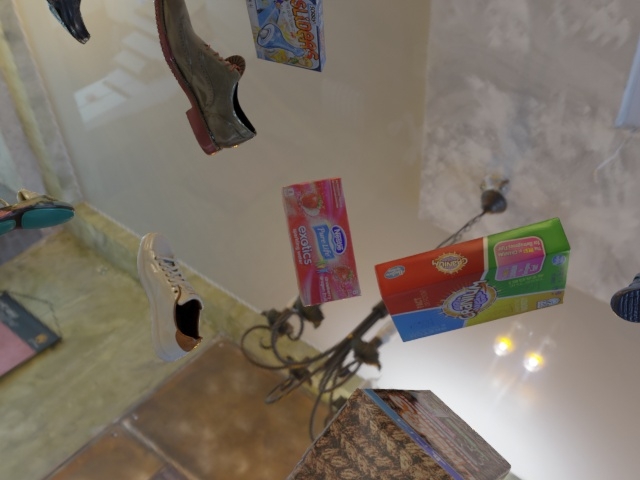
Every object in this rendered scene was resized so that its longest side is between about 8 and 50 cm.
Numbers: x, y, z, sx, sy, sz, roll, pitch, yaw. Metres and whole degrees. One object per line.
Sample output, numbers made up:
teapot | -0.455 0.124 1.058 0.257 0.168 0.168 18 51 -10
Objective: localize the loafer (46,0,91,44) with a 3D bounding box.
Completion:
loafer | -0.392 -0.372 1.061 0.062 0.061 0.170 45 -11 16

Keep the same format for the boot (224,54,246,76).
boot | -0.217 -0.372 1.574 0.059 0.084 0.158 45 -59 -5

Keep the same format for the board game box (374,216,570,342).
board game box | 0.276 0.081 1.225 0.242 0.316 0.064 59 18 -59

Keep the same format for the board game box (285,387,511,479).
board game box | 0.067 0.297 0.749 0.141 0.232 0.291 40 6 25

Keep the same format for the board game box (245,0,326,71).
board game box | -0.061 -0.398 1.254 0.136 0.035 0.201 14 -22 9

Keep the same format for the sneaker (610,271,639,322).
sneaker | 0.451 0.074 0.941 0.059 0.144 0.053 -140 -135 -59

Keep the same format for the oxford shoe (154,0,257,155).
oxford shoe | -0.226 -0.350 1.366 0.130 0.123 0.348 -13 -62 11

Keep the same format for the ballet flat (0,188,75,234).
ballet flat | -0.584 -0.053 1.294 0.079 0.221 0.077 54 -39 18

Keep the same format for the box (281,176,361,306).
box | 0.000 0.000 1.705 0.142 0.154 0.300 -148 -131 -84

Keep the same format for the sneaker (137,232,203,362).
sneaker | -0.305 0.103 1.451 0.123 0.106 0.290 -28 -112 29
